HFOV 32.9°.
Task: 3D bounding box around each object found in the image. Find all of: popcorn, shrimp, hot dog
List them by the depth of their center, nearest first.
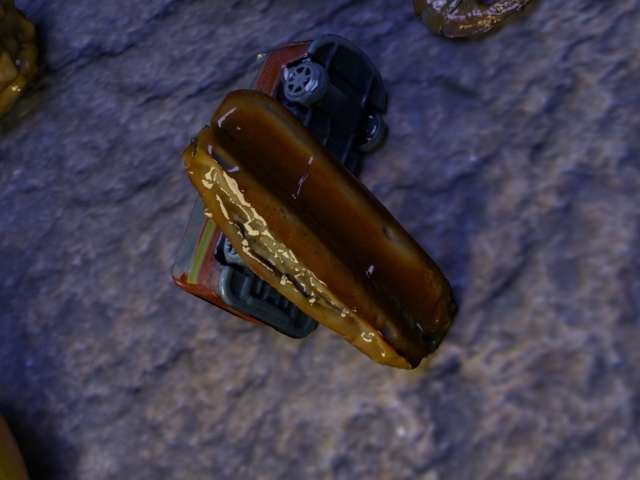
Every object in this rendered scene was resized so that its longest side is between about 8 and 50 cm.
[{"bbox_3d":[0.000,0.000,0.858,0.072,0.269,0.115,-28,17,52],"label":"hot dog"},{"bbox_3d":[0.160,-0.233,0.975,0.180,0.041,0.099,3,71,33],"label":"shrimp"},{"bbox_3d":[-0.448,-0.234,1.273,0.253,0.190,0.191,-7,58,34],"label":"popcorn"}]

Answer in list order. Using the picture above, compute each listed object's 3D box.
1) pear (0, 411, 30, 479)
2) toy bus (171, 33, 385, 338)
[{"bbox_3d":[-0.404,0.253,0.992,0.285,0.285,0.336,-25,97,21],"label":"pear"},{"bbox_3d":[-0.037,-0.054,0.975,0.120,0.121,0.265,5,71,44],"label":"toy bus"}]
